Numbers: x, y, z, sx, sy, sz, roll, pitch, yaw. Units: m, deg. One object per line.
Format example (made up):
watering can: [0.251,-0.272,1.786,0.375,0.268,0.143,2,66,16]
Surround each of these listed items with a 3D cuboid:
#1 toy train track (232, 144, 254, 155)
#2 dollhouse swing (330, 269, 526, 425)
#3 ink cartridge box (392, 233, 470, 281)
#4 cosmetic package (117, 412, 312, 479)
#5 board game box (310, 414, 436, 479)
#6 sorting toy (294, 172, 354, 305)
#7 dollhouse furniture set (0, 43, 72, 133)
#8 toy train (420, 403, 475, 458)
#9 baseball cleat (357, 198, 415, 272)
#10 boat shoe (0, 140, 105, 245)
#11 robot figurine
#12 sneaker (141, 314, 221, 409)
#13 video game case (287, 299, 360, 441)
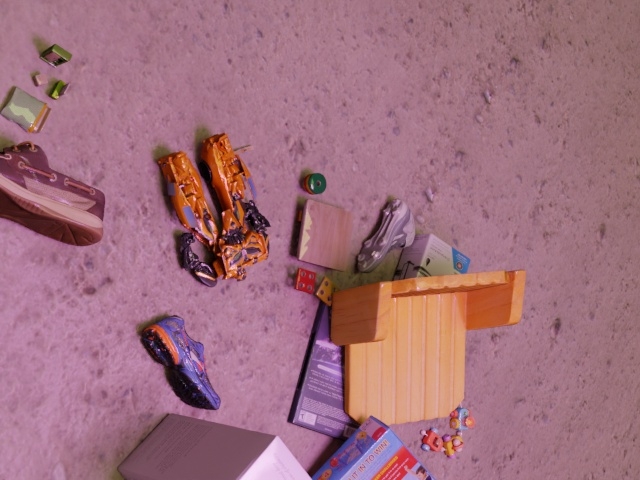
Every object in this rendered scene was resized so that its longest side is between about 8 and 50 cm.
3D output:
toy train track: [-0.171,-0.180,1.972,0.083,0.014,0.048,-26,96,-42]
dollhouse swing: [0.231,0.236,2.030,0.346,0.315,0.305,-3,83,-25]
ink cartridge box: [0.250,0.106,2.241,0.148,0.086,0.203,31,69,-32]
cosmetic package: [-0.170,0.447,1.697,0.156,0.385,0.217,-46,115,-30]
board game box: [0.107,0.587,2.041,0.308,0.086,0.302,-44,114,-11]
sorting toy: [0.000,0.000,2.075,0.132,0.046,0.275,15,77,-37]
dollhouse furniture set: [-0.492,-0.267,1.692,0.076,0.058,0.152,34,67,-32]
toy train: [0.313,0.452,2.297,0.125,0.046,0.166,50,60,-25]
baseball cleat: [0.161,0.006,2.188,0.109,0.072,0.206,46,65,-35]
boat shoe: [-0.515,-0.107,1.638,0.342,0.123,0.123,27,58,-34]
robot figurine: [-0.200,-0.052,1.893,0.211,0.085,0.291,-29,105,-31]
sneaker: [-0.249,0.236,1.845,0.087,0.083,0.221,-46,118,-39]
video game case: [0.042,0.290,2.106,0.196,0.026,0.274,26,71,-35]
